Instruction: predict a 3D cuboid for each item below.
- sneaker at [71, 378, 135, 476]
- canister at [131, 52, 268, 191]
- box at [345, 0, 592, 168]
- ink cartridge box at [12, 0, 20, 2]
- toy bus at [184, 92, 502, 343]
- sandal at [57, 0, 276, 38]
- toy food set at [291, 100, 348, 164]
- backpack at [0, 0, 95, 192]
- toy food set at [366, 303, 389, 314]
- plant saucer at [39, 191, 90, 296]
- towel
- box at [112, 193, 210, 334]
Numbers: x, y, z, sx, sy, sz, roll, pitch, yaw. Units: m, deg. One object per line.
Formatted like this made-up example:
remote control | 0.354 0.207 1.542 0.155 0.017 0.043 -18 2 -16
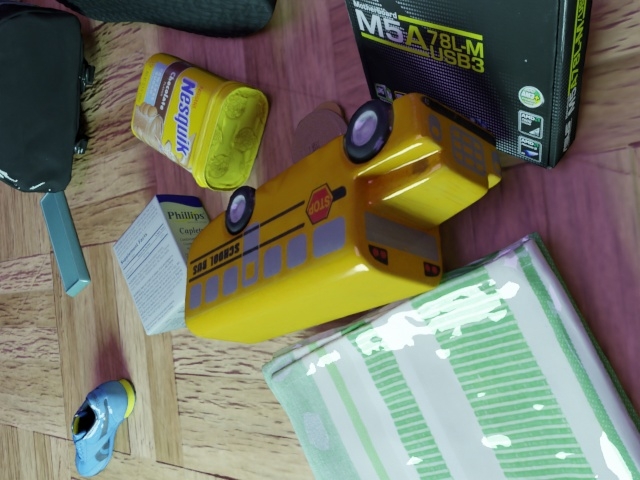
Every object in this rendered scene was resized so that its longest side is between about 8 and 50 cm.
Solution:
sneaker | -0.360 0.299 0.880 0.069 0.082 0.209 44 119 26
canister | -0.154 -0.149 0.695 0.169 0.073 0.126 32 111 35
box | 0.103 -0.158 0.430 0.190 0.184 0.045 31 72 32
ink cartridge box | -0.588 -0.536 1.011 0.148 0.085 0.203 -29 76 36
toy bus | 0.000 0.000 0.522 0.332 0.108 0.130 -25 57 44
sandal | -0.226 -0.344 0.693 0.445 0.167 0.107 21 88 36
toy food set | 0.000 -0.100 0.606 0.082 0.020 0.083 -36 71 34
backpack | -0.552 -0.268 0.919 0.355 0.273 0.290 41 123 43
toy food set | 0.067 0.038 0.562 0.078 0.019 0.122 -35 68 35
plant saucer | -0.440 -0.003 0.967 0.067 0.018 0.192 -33 71 35
towel | 0.103 0.167 0.511 0.324 0.038 0.248 -32 81 35
box | -0.190 0.030 0.733 0.126 0.072 0.137 -40 69 33
